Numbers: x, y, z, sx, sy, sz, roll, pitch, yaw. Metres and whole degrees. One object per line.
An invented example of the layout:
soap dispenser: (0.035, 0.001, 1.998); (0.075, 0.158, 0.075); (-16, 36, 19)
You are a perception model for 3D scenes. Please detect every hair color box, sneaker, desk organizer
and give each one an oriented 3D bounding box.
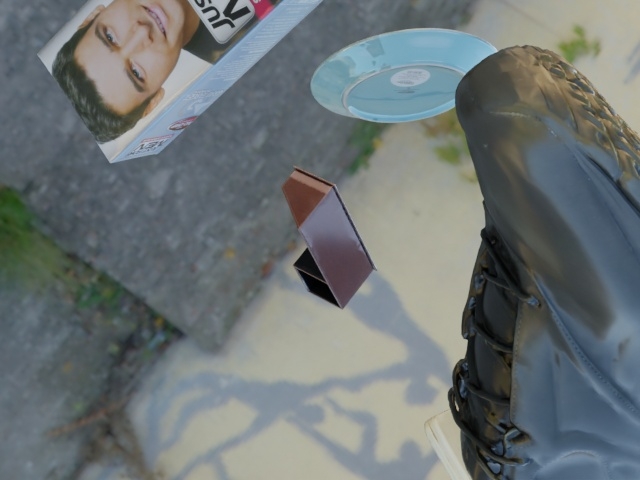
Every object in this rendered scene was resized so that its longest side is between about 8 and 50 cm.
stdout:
hair color box: (-0.175, -0.285, 1.782); (0.374, 0.185, 0.113); (-39, 171, 29)
sneaker: (0.106, 0.046, 0.573); (0.130, 0.109, 0.286); (-27, 128, 7)
desk organizer: (0.000, 0.000, 1.182); (0.050, 0.047, 0.130); (-51, 145, -18)

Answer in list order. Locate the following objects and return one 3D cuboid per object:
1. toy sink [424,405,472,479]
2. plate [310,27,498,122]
toy sink: (0.225, 0.186, 1.301); (0.131, 0.153, 0.234); (-37, 166, 25)
plate: (0.084, -0.152, 1.349); (0.188, 0.188, 0.024); (67, 16, -70)
